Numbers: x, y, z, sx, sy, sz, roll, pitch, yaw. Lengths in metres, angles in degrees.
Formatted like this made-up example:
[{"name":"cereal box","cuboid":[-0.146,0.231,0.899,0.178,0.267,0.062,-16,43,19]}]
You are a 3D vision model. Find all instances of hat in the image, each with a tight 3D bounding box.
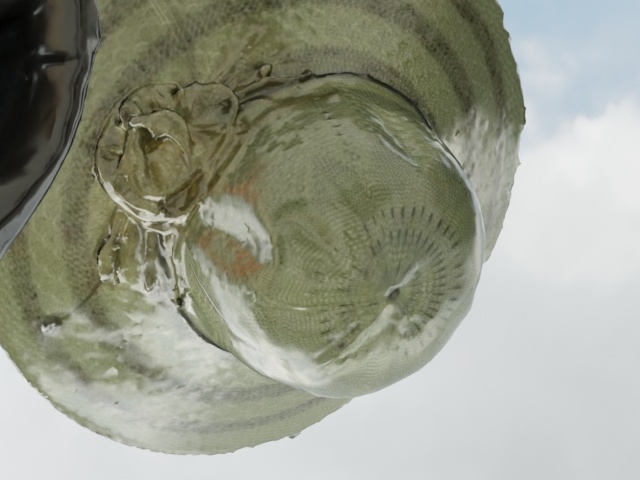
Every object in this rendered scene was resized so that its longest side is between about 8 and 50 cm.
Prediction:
[{"name":"hat","cuboid":[0.000,0.000,0.647,0.252,0.252,0.110,-15,-150,-23]}]

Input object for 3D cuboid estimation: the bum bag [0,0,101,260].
[{"name":"bum bag","cuboid":[-0.143,0.059,0.328,0.137,0.074,0.310,10,-113,32]}]
